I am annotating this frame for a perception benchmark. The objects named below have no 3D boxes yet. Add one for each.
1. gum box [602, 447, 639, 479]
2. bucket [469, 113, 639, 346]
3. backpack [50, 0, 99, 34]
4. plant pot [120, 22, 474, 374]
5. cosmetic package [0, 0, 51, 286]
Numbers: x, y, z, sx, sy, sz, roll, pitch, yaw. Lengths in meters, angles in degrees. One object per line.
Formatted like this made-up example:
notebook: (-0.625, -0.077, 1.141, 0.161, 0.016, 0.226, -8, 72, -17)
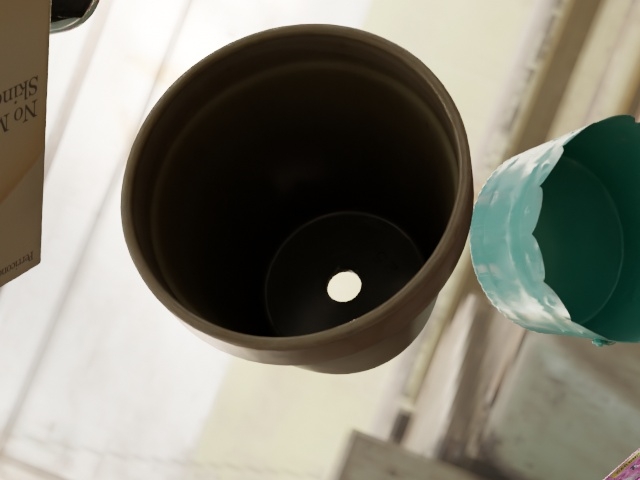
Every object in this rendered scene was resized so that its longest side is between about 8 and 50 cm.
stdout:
gum box: (0.247, 0.259, 1.320, 0.107, 0.062, 0.188, -39, -44, -17)
bucket: (0.331, -0.006, 2.064, 0.183, 0.281, 0.281, -10, 55, 64)
backpack: (-0.310, -0.273, 1.691, 0.115, 0.182, 0.152, -122, 38, -82)
plant pot: (0.000, 0.000, 1.622, 0.280, 0.323, 0.323, 66, -137, -63)
cosmetic package: (-0.269, -0.105, 1.108, 0.160, 0.113, 0.309, -35, -39, -47)
